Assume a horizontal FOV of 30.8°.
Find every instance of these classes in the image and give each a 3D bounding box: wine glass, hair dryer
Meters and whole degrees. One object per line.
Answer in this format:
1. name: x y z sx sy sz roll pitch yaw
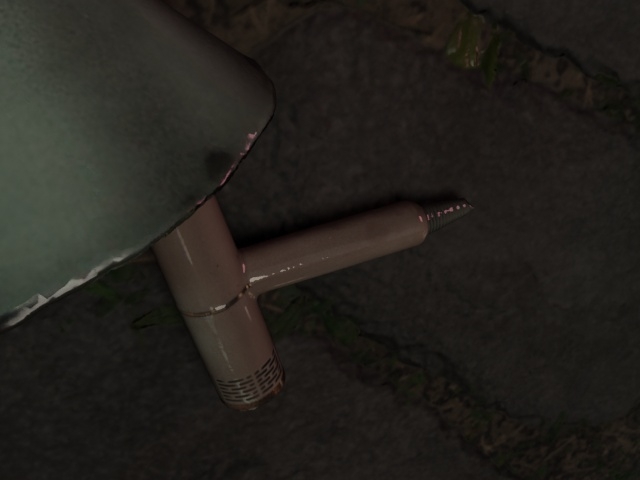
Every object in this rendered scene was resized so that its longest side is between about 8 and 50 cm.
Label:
1. wine glass: -0.209 -0.188 0.498 0.267 0.267 0.406 -26 118 -8
2. hair dryer: -0.001 -0.011 0.783 0.220 0.053 0.195 -26 123 -9
